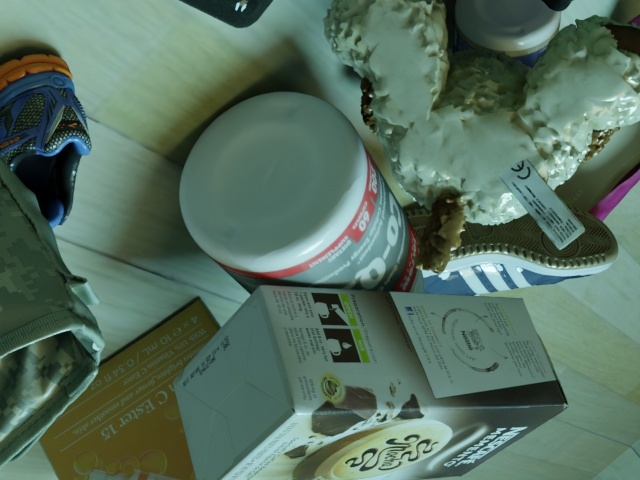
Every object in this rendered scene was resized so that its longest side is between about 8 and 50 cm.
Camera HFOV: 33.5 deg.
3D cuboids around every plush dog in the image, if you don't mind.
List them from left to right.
[{"bbox_3d":[0.132,-0.087,0.862,0.225,0.263,0.210,-27,129,-75],"label":"plush dog"}]

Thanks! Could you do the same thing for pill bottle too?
[{"bbox_3d":[0.000,0.000,0.972,0.161,0.161,0.283,-38,150,1],"label":"pill bottle"},{"bbox_3d":[0.171,-0.163,0.997,0.094,0.094,0.169,-30,150,-13],"label":"pill bottle"}]

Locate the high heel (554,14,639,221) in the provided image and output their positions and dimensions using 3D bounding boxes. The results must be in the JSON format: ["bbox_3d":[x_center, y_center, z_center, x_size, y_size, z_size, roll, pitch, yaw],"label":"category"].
[{"bbox_3d":[0.307,-0.095,1.193,0.181,0.127,0.377,-38,155,-20],"label":"high heel"}]

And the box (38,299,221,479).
[{"bbox_3d":[-0.103,0.270,1.053,0.215,0.345,0.168,-34,150,-7],"label":"box"}]

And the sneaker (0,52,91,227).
[{"bbox_3d":[-0.228,-0.026,0.769,0.083,0.087,0.221,-6,137,-42],"label":"sneaker"}]

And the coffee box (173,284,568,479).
[{"bbox_3d":[0.046,0.135,0.941,0.297,0.118,0.168,4,144,-35],"label":"coffee box"}]

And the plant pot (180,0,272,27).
[{"bbox_3d":[-0.079,-0.227,0.571,0.188,0.167,0.187,-49,149,17],"label":"plant pot"}]

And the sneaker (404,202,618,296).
[{"bbox_3d":[0.191,0.037,1.232,0.282,0.099,0.153,-1,141,-8],"label":"sneaker"}]

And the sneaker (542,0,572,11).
[{"bbox_3d":[0.223,-0.293,0.836,0.483,0.185,0.202,-8,157,-36],"label":"sneaker"}]

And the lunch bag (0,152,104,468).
[{"bbox_3d":[-0.293,0.055,0.661,0.287,0.235,0.169,-34,151,-6],"label":"lunch bag"}]
